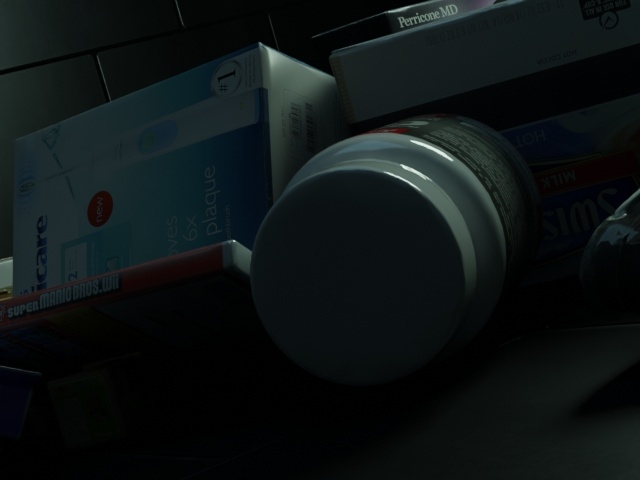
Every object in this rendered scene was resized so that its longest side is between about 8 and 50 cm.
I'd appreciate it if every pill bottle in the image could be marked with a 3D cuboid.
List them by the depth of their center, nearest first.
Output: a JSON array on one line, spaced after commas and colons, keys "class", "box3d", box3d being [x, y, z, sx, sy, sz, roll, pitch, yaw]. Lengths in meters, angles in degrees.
[{"class": "pill bottle", "box3d": [0.057, 0.001, 1.063, 0.161, 0.161, 0.283, -15, 4, 17]}]

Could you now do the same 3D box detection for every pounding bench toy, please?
[{"class": "pounding bench toy", "box3d": [-0.169, 0.119, 1.130, 0.083, 0.052, 0.065, -15, 4, 22]}]

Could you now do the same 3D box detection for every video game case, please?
[{"class": "video game case", "box3d": [-0.138, 0.074, 1.152, 0.285, 0.025, 0.204, -15, -25, 23]}]

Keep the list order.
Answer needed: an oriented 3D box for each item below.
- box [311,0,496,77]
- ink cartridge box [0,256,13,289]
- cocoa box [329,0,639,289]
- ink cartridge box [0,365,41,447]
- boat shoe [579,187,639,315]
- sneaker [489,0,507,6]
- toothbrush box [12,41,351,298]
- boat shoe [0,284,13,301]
[{"class": "box", "box3d": [0.184, -0.174, 2.031, 0.296, 0.294, 0.182, -20, 5, -34]}, {"class": "ink cartridge box", "box3d": [-0.446, 0.099, 1.976, 0.175, 0.128, 0.072, -13, 4, 38]}, {"class": "cocoa box", "box3d": [0.220, -0.098, 1.284, 0.347, 0.228, 0.231, -14, 5, 18]}, {"class": "ink cartridge box", "box3d": [-0.314, 0.107, 1.088, 0.206, 0.045, 0.208, 12, -17, -15]}, {"class": "boat shoe", "box3d": [0.247, -0.018, 0.929, 0.105, 0.113, 0.306, 4, 24, 33]}, {"class": "sneaker", "box3d": [0.291, -0.265, 1.403, 0.295, 0.147, 0.105, -4, 32, 16]}, {"class": "toothbrush box", "box3d": [-0.118, -0.011, 1.295, 0.295, 0.216, 0.126, -16, -21, 37]}, {"class": "boat shoe", "box3d": [-0.350, 0.103, 1.624, 0.119, 0.123, 0.324, -11, 7, 28]}]
